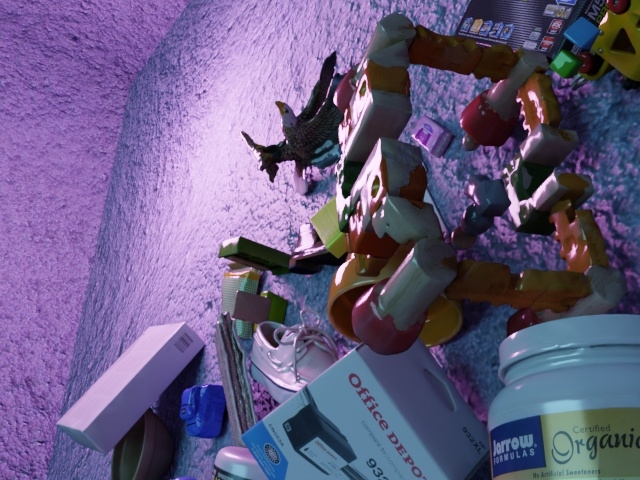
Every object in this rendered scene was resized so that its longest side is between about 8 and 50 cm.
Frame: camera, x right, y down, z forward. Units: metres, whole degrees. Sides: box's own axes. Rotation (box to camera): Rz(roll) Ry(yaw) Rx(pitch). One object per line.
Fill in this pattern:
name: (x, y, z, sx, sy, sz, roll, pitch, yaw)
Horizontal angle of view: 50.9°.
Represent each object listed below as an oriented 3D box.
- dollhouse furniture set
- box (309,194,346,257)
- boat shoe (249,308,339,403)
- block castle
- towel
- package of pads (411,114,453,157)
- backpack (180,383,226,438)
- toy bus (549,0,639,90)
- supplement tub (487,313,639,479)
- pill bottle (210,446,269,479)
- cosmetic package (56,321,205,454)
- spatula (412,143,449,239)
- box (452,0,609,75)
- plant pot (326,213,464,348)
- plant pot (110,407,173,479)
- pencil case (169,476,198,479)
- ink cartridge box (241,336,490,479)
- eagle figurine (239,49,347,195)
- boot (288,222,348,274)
dollhouse furniture set: (-0.214, 0.123, 1.601, 0.301, 0.151, 0.198, -14, 62, 56)
box: (0.069, -0.063, 1.279, 0.178, 0.042, 0.109, -43, 38, 10)
boat shoe: (-0.036, 0.210, 1.269, 0.367, 0.135, 0.157, -170, 81, -66)
block castle: (0.177, -0.063, 0.900, 0.213, 0.302, 0.454, 119, 154, -52)
towel: (-0.180, 0.305, 1.431, 0.187, 0.049, 0.282, 115, 143, -67)
package of pads: (0.202, -0.188, 1.215, 0.050, 0.032, 0.083, -59, 32, 17)
backpack: (-0.282, 0.410, 1.605, 0.098, 0.101, 0.120, -36, 48, 54)
toy bus: (0.404, -0.249, 0.840, 0.191, 0.202, 0.104, -49, 66, 21)
supplement tub: (0.281, 0.250, 0.641, 0.228, 0.228, 0.316, -32, 48, 48)
pill bottle: (-0.129, 0.550, 1.181, 0.188, 0.187, 0.334, -6, 68, 57)
cosmetic package: (-0.519, 0.391, 1.834, 0.377, 0.097, 0.284, -49, 21, -30)
spatula: (0.152, -0.047, 1.236, 0.168, 0.019, 0.242, -45, 39, 28)
box: (0.349, -0.392, 1.062, 0.216, 0.060, 0.270, -64, 31, 12)
plant pot: (0.121, 0.044, 1.062, 0.205, 0.205, 0.188, -37, 35, 44)
plant pot: (-0.470, 0.569, 1.811, 0.237, 0.109, 0.238, -36, 44, 44)
pencil case: (-0.242, 0.578, 1.413, 0.119, 0.133, 0.306, -39, 16, -31)
ink cartridge box: (0.057, 0.293, 0.983, 0.223, 0.129, 0.307, 54, 129, 11)
eagle figurine: (-0.025, -0.262, 1.525, 0.298, 0.225, 0.226, -35, 82, 3)
boot: (0.000, 0.000, 1.391, 0.219, 0.082, 0.106, -22, 58, 55)
